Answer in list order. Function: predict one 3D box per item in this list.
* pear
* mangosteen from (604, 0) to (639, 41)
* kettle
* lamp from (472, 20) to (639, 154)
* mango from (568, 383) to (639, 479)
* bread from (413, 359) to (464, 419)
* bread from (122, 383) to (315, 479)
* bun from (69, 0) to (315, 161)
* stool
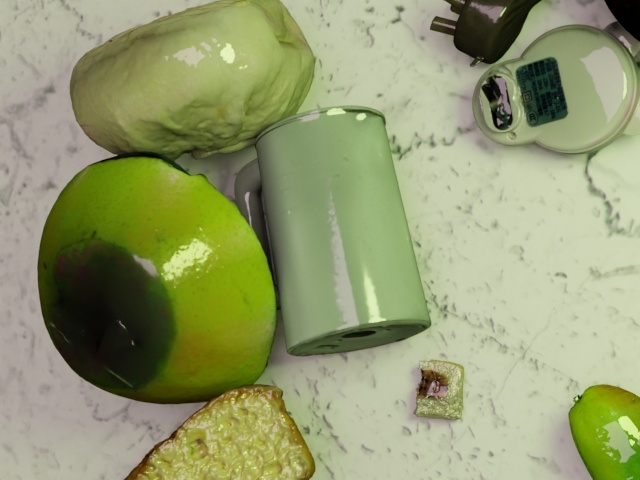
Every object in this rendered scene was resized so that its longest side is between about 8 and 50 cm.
[{"bbox_3d":[-0.258,0.086,1.740,0.399,0.165,0.399,14,121,25],"label":"pear"},{"bbox_3d":[0.503,-0.436,1.628,0.382,0.382,0.435,-49,60,3],"label":"mangosteen"},{"bbox_3d":[0.016,-0.003,1.790,0.205,0.265,0.318,-8,77,-18],"label":"kettle"},{"bbox_3d":[0.337,-0.205,1.760,0.246,0.108,0.179,-12,81,21],"label":"lamp"},{"bbox_3d":[0.418,0.294,1.654,0.125,0.111,0.233,-36,75,12],"label":"mango"},{"bbox_3d":[0.170,0.212,1.775,0.070,0.035,0.083,7,80,15],"label":"bread"},{"bbox_3d":[-0.146,0.348,1.766,0.340,0.179,0.194,-43,75,3],"label":"bread"},{"bbox_3d":[-0.176,-0.224,1.811,0.361,0.361,0.213,-16,99,12],"label":"bun"},{"bbox_3d":[0.251,-0.348,1.802,0.121,0.125,0.217,33,81,20],"label":"stool"}]
